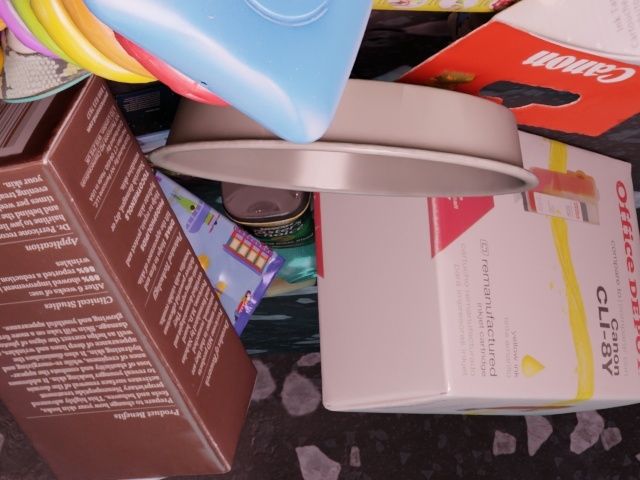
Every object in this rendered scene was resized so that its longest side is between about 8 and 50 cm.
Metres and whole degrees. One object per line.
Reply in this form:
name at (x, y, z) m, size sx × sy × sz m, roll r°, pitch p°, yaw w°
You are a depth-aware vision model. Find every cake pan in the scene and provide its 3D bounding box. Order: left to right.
cake pan at (0.019, -0.074, 0.957) m, size 0.293 × 0.054 × 0.293 m, roll 4°, pitch 177°, yaw 0°

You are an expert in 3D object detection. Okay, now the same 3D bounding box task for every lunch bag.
lunch bag at (-0.208, 0.019, 1.387) m, size 0.221 × 0.138 × 0.293 m, roll 35°, pitch 164°, yaw -18°

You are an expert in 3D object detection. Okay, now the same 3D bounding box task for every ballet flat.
ballet flat at (-0.146, -0.155, 0.844) m, size 0.221 × 0.077 × 0.079 m, roll -12°, pitch 148°, yaw 20°

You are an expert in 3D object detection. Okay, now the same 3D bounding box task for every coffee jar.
coffee jar at (-0.050, -0.044, 1.361) m, size 0.096 × 0.079 × 0.184 m, roll -4°, pitch 168°, yaw 6°

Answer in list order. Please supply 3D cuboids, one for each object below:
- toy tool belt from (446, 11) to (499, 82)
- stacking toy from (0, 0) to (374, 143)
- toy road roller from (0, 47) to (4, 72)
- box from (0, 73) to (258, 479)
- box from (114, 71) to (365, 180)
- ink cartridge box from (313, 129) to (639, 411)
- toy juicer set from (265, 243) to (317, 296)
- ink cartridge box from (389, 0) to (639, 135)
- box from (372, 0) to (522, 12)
toy tool belt at (0.119, -0.152, 0.940) m, size 0.052 × 0.051 × 0.083 m, roll -3°, pitch 168°, yaw 1°
stacking toy at (-0.123, -0.151, 0.702) m, size 0.301 × 0.166 × 0.175 m, roll 1°, pitch 159°, yaw 45°
toy road roller at (-0.347, -0.070, 0.857) m, size 0.202 × 0.241 × 0.329 m, roll 10°, pitch -160°, yaw -49°
box at (-0.216, 0.046, 1.134) m, size 0.191 × 0.143 × 0.381 m, roll -7°, pitch 128°, yaw 20°
box at (-0.067, -0.106, 1.137) m, size 0.233 × 0.044 × 0.159 m, roll -9°, pitch 167°, yaw 27°
ink cartridge box at (0.180, 0.035, 1.318) m, size 0.160 × 0.279 × 0.384 m, roll -14°, pitch 165°, yaw 41°
toy juicer set at (0.000, 0.000, 1.606) m, size 0.329 × 0.090 × 0.209 m, roll -23°, pitch 172°, yaw 37°
ink cartridge box at (0.271, -0.123, 0.895) m, size 0.308 × 0.091 × 0.385 m, roll 2°, pitch 160°, yaw -43°
box at (0.083, -0.183, 0.805) m, size 0.179 × 0.043 × 0.105 m, roll 1°, pitch 167°, yaw -12°
